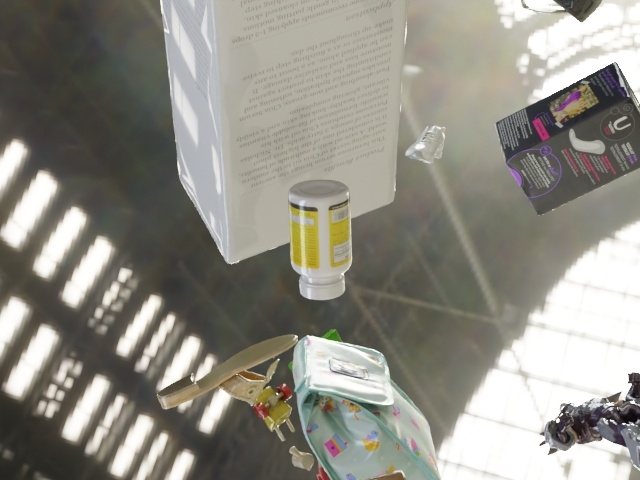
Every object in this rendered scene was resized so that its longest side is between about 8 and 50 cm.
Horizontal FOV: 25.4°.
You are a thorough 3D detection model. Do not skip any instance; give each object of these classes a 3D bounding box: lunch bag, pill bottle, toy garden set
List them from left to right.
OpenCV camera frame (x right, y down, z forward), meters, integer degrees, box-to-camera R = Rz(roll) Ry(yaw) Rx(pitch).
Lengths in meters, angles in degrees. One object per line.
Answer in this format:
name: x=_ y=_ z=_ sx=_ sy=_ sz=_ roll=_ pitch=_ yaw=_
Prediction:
toy garden set: x=-0.004 y=0.311 z=2.483 sx=0.204 sy=0.049 sz=0.244 roll=-37 pitch=-69 yaw=-30
pill bottle: x=0.000 y=0.000 z=1.476 sx=0.065 sy=0.065 sz=0.116 roll=-35 pitch=-51 yaw=-55
lunch bag: x=0.054 y=0.272 z=2.144 sx=0.262 sy=0.160 sz=0.223 roll=51 pitch=-169 yaw=-16

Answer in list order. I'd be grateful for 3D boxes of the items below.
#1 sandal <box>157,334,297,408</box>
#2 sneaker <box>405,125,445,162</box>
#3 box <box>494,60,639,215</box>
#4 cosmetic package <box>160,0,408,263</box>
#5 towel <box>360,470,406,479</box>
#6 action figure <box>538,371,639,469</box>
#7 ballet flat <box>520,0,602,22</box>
sandal: x=-0.135 y=0.231 z=2.254 sx=0.088 sy=0.240 sz=0.079 roll=-120 pitch=7 yaw=-77
sneaker: x=0.196 y=-0.180 z=2.623 sx=0.152 sy=0.053 sz=0.061 roll=-36 pitch=-36 yaw=-70
box: x=0.500 y=-0.197 z=2.758 sx=0.165 sy=0.270 sz=0.143 roll=53 pitch=-160 yaw=-32
cosmetic package: x=-0.040 y=-0.203 z=1.567 sx=0.230 sy=0.161 sz=0.453 roll=-21 pitch=-37 yaw=-18
towel: x=-0.037 y=0.457 z=1.728 sx=0.040 sy=0.370 sz=0.271 roll=132 pitch=122 yaw=-80
action figure: x=0.424 y=0.255 z=2.030 sx=0.185 sy=0.285 sz=0.099 roll=-35 pitch=-78 yaw=-20
ballet flat: x=0.310 y=-0.416 z=2.230 sx=0.095 sy=0.280 sz=0.096 roll=-35 pitch=-34 yaw=-51
